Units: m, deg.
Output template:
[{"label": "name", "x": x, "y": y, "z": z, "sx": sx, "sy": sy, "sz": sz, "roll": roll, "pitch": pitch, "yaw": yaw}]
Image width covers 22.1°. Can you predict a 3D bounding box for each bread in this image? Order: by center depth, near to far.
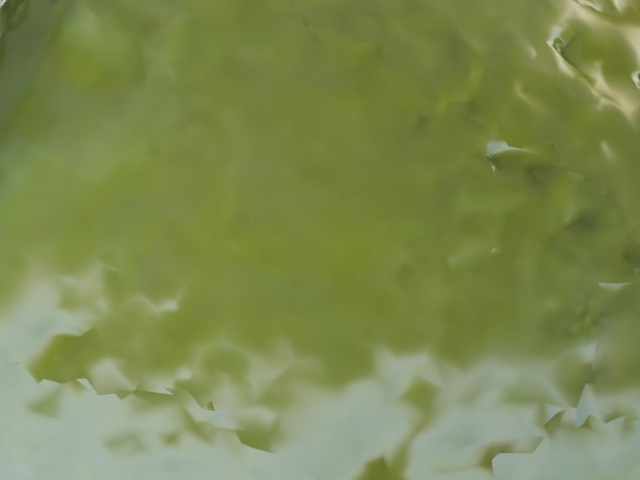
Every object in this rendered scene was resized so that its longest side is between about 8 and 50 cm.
[{"label": "bread", "x": 0.000, "y": 0.000, "z": 0.670, "sx": 0.348, "sy": 0.308, "sz": 0.348, "roll": -58, "pitch": -175, "yaw": 8}]
